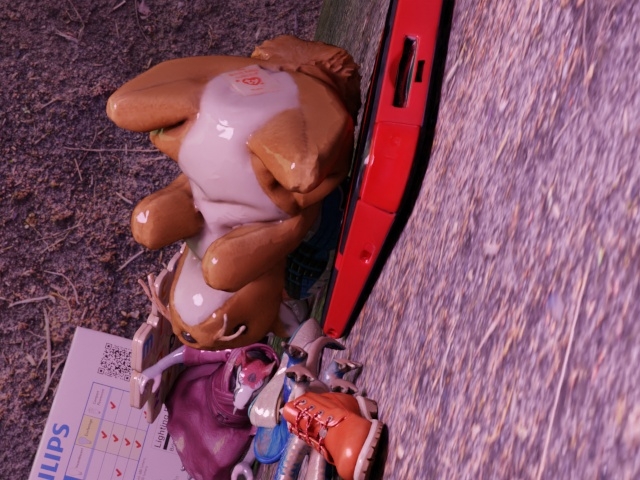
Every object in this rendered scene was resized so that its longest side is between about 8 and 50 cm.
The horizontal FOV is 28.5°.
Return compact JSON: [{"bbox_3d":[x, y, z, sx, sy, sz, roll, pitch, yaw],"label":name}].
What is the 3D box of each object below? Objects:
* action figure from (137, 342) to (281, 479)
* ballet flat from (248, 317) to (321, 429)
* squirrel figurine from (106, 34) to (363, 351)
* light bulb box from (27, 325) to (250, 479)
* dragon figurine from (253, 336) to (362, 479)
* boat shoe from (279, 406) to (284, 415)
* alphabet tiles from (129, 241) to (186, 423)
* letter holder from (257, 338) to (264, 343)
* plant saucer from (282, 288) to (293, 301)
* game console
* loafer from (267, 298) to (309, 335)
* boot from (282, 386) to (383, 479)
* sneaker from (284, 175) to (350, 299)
[{"bbox_3d":[-0.119,0.249,1.962,0.275,0.248,0.370,-31,-11,-34],"label":"action figure"},{"bbox_3d":[-0.030,0.175,1.612,0.168,0.052,0.057,-58,-37,-25],"label":"ballet flat"},{"bbox_3d":[-0.077,-0.052,1.616,0.397,0.281,0.371,-54,-26,-51],"label":"squirrel figurine"},{"bbox_3d":[-0.309,0.385,2.232,0.225,0.361,0.358,116,169,-66],"label":"light bulb box"},{"bbox_3d":[-0.017,0.187,1.266,0.289,0.085,0.144,-104,30,-77],"label":"dragon figurine"},{"bbox_3d":[-0.024,0.213,1.516,0.038,0.046,0.125,-33,-17,-7],"label":"boat shoe"},{"bbox_3d":[-0.248,0.145,2.056,0.284,0.021,0.278,-59,-20,-58],"label":"alphabet tiles"},{"bbox_3d":[-0.227,0.243,2.669,0.302,0.214,0.152,-87,4,-82],"label":"letter holder"},{"bbox_3d":[-0.065,-0.010,1.862,0.037,0.200,0.200,-2,67,40],"label":"plant saucer"},{"bbox_3d":[0.076,-0.124,1.431,0.342,0.060,0.387,103,180,-55],"label":"game console"},{"bbox_3d":[-0.111,0.096,2.006,0.087,0.251,0.094,-38,-65,-45],"label":"loafer"},{"bbox_3d":[0.008,0.167,1.089,0.158,0.084,0.059,-124,52,-81],"label":"boot"},{"bbox_3d":[0.000,0.000,1.785,0.083,0.071,0.191,101,-169,-76],"label":"sneaker"}]
